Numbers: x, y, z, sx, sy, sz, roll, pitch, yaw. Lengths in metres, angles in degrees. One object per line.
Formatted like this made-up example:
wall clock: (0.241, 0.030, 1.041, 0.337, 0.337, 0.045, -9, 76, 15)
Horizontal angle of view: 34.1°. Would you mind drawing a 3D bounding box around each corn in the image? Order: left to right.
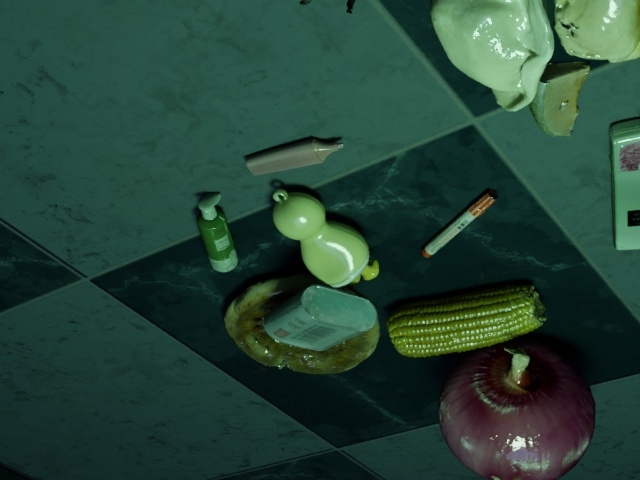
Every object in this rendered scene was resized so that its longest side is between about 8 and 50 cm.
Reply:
corn: (0.320, 0.178, 2.298, 0.344, 0.131, 0.131, -14, 140, 22)

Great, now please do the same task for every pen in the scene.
pen: (-0.046, -0.160, 1.959, 0.197, 0.032, 0.053, -10, 141, 23)
pen: (0.277, -0.031, 2.100, 0.028, 0.028, 0.239, 21, 141, -21)

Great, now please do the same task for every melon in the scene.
melon: (0.404, -0.234, 1.806, 0.097, 0.054, 0.182, -10, 144, -5)

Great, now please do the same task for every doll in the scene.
doll: (0.003, -0.009, 2.102, 0.141, 0.117, 0.296, -16, 126, 35)

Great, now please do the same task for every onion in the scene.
onion: (0.456, 0.364, 2.353, 0.358, 0.358, 0.345, 19, 124, -19)

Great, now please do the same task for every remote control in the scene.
remote control: (0.616, -0.100, 1.949, 0.145, 0.050, 0.344, -5, 142, 13)

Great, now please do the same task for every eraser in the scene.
eraser: (-0.003, 0.168, 2.202, 0.174, 0.081, 0.227, 14, 158, -20)

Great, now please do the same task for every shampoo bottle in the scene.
shampoo bottle: (-0.214, -0.017, 2.149, 0.065, 0.065, 0.204, -1, 143, 7)

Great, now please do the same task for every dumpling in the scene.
dumpling: (0.273, -0.335, 1.513, 0.318, 0.187, 0.243, 56, 165, -27)

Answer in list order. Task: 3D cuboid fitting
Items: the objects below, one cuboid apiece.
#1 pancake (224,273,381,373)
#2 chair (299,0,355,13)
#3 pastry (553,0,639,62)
pancake: (-0.040, 0.206, 2.421, 0.382, 0.071, 0.382, 3, 143, 2)
chair: (0.036, -0.449, 1.514, 0.213, 0.149, 0.174, -49, 126, -2)
pastry: (0.416, -0.370, 1.449, 0.133, 0.265, 0.265, 18, 151, 27)
